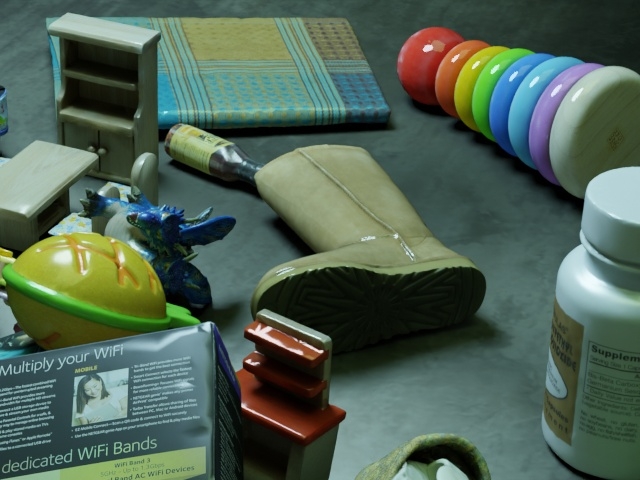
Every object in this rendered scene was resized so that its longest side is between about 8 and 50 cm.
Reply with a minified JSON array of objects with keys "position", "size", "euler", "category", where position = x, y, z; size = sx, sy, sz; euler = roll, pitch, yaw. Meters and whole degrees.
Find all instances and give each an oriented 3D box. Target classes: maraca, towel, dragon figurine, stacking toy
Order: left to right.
[{"position":[-0.171,0.046,1.386],"size":[0.127,0.099,0.186],"euler":[27,8,28],"category":"maraca"},{"position":[-0.130,0.008,1.602],"size":[0.144,0.085,0.289],"euler":[17,2,22],"category":"dragon figurine"},{"position":[-0.125,-0.192,2.030],"size":[0.370,0.040,0.271],"euler":[-1,31,-10],"category":"towel"},{"position":[0.200,-0.154,1.910],"size":[0.141,0.141,0.330],"euler":[-19,29,-33],"category":"stacking toy"}]

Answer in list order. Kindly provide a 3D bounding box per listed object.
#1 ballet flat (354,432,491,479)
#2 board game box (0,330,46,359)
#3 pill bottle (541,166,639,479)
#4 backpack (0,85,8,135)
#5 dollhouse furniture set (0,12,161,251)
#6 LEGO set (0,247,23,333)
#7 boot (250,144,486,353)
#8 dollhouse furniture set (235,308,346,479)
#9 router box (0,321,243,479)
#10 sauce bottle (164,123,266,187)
[{"position":[0.057,0.242,1.175],"size":[0.123,0.123,0.348],"euler":[7,28,8],"category":"ballet flat"},{"position":[-0.303,0.119,1.385],"size":[0.186,0.026,0.126],"euler":[-19,13,2],"category":"board game box"},{"position":[0.250,0.065,1.404],"size":[0.131,0.229,0.131],"euler":[2,29,-1],"category":"pill bottle"},{"position":[-0.384,-0.120,1.834],"size":[0.105,0.084,0.114],"euler":[18,32,36],"category":"backpack"},{"position":[-0.258,-0.100,1.730],"size":[0.212,0.161,0.242],"euler":[13,31,18],"category":"dollhouse furniture set"},{"position":[-0.285,0.060,1.548],"size":[0.287,0.107,0.132],"euler":[18,-2,33],"category":"LEGO set"},{"position":[0.000,0.000,1.658],"size":[0.236,0.089,0.269],"euler":[-1,28,-27],"category":"boot"},{"position":[-0.100,0.168,1.294],"size":[0.262,0.135,0.259],"euler":[22,35,31],"category":"dollhouse furniture set"},{"position":[-0.205,0.194,1.158],"size":[0.309,0.081,0.243],"euler":[-10,48,8],"category":"router box"},{"position":[-0.105,-0.086,1.838],"size":[0.128,0.042,0.042],"euler":[23,36,30],"category":"sauce bottle"}]
